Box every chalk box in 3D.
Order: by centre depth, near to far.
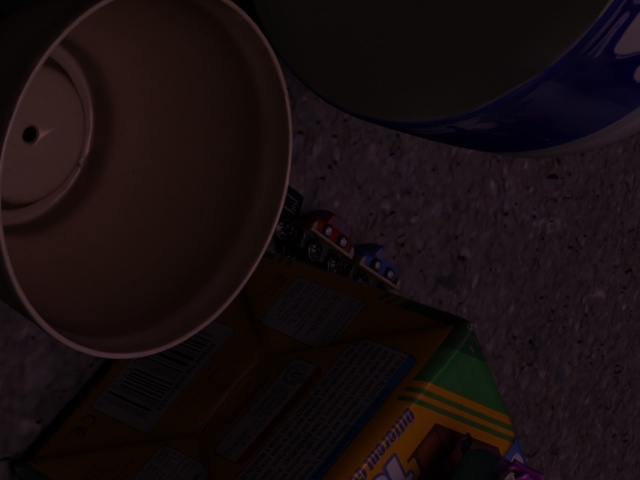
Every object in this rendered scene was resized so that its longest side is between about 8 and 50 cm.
[{"bbox_3d":[0.006,0.173,0.782,0.180,0.179,0.289,-50,134,-24],"label":"chalk box"}]

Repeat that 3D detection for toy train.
[{"bbox_3d":[0.000,0.000,0.833,0.158,0.027,0.036,36,65,-48],"label":"toy train"}]

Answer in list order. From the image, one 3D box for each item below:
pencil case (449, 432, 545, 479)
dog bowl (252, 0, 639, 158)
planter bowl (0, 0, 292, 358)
[{"bbox_3d":[0.051,0.163,0.643,0.152,0.064,0.070,-49,151,-23],"label":"pencil case"},{"bbox_3d":[0.086,-0.175,0.682,0.104,0.265,0.265,6,99,-47],"label":"dog bowl"},{"bbox_3d":[-0.107,-0.039,0.633,0.162,0.109,0.162,-19,116,-44],"label":"planter bowl"}]
